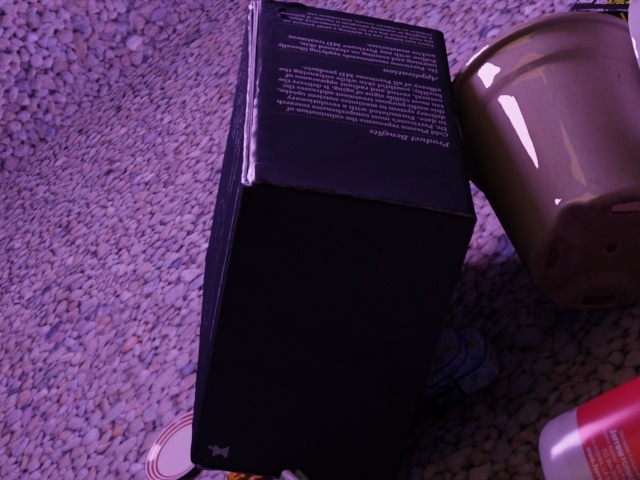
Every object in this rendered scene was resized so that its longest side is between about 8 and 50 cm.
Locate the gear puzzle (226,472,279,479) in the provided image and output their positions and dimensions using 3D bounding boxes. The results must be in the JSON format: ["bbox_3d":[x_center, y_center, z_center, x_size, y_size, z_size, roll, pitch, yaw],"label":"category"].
[{"bbox_3d":[-0.071,0.361,1.933,0.175,0.044,0.339,-34,17,-8],"label":"gear puzzle"}]

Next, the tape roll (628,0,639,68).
[{"bbox_3d":[0.517,-0.212,1.840,0.100,0.286,0.286,-24,34,27],"label":"tape roll"}]

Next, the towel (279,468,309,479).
[{"bbox_3d":[-0.026,0.466,1.628,0.248,0.038,0.325,32,110,59],"label":"towel"}]

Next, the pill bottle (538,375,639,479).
[{"bbox_3d":[0.452,0.206,1.417,0.407,0.229,0.229,-29,32,17],"label":"pill bottle"}]

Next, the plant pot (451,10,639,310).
[{"bbox_3d":[0.354,-0.086,1.866,0.333,0.334,0.305,-30,42,18],"label":"plant pot"}]

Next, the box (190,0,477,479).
[{"bbox_3d":[0.000,0.000,1.901,0.297,0.480,0.472,9,36,-6],"label":"box"}]

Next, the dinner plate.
[{"bbox_3d":[-0.223,0.335,2.215,0.141,0.017,0.141,-29,31,19],"label":"dinner plate"}]

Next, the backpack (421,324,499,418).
[{"bbox_3d":[0.184,0.170,1.909,0.114,0.084,0.105,-29,34,13],"label":"backpack"}]

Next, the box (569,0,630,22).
[{"bbox_3d":[0.493,-0.291,2.067,0.045,0.191,0.184,-51,31,-15],"label":"box"}]
